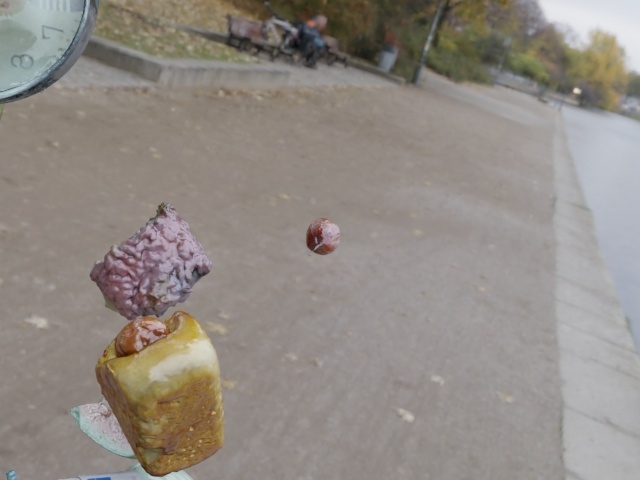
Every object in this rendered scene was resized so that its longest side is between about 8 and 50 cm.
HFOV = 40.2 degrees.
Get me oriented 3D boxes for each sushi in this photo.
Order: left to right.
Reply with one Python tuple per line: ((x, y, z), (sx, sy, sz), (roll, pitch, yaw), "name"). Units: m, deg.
((-0.339, 0.057, 1.747), (0.171, 0.236, 0.270), (48, -5, -8), "sushi")

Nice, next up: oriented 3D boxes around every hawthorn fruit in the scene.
((0.000, 0.000, 1.602), (0.067, 0.066, 0.103), (19, 23, 6), "hawthorn fruit")

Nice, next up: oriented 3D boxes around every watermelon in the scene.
((-0.327, 0.285, 1.365), (0.101, 0.080, 0.155), (9, 43, -47), "watermelon")

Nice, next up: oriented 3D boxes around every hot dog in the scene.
((-0.202, 0.182, 1.124), (0.150, 0.256, 0.153), (-21, 55, -20), "hot dog")

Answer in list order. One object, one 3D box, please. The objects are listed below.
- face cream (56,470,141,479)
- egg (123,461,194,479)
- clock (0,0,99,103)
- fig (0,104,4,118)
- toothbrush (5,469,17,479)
((-0.299, 0.322, 1.142), (0.130, 0.034, 0.034), (8, 17, -41), "face cream")
((-0.246, 0.431, 1.352), (0.149, 0.149, 0.192), (0, 53, -51), "egg")
((-0.322, -0.240, 0.815), (0.226, 0.226, 0.049), (15, 4, -11), "clock")
((-0.670, -0.240, 1.553), (0.203, 0.203, 0.235), (13, 20, -18), "fig")
((-0.338, 0.327, 1.004), (0.014, 0.167, 0.011), (24, 39, 37), "toothbrush")
